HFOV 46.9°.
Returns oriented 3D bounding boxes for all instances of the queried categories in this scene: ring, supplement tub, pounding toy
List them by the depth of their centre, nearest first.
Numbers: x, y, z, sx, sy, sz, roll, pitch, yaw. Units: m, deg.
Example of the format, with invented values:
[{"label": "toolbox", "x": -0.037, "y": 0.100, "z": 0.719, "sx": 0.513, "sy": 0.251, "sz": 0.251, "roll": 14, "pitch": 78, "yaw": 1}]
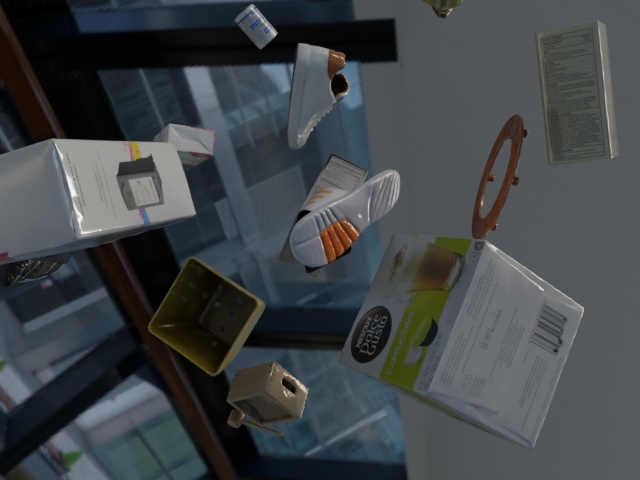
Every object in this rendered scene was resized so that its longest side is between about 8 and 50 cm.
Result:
[{"label": "pounding toy", "x": -0.134, "y": 0.379, "z": 1.737, "sx": 0.181, "sy": 0.206, "sz": 0.094, "roll": 45, "pitch": 42, "yaw": -30}, {"label": "ring", "x": 0.458, "y": -0.157, "z": 1.882, "sx": 0.336, "sy": 0.032, "sz": 0.336, "roll": -164, "pitch": -90, "yaw": -89}, {"label": "supplement tub", "x": -0.180, "y": -0.596, "z": 2.054, "sx": 0.107, "sy": 0.071, "sz": 0.071, "roll": 46, "pitch": -6, "yaw": -17}]

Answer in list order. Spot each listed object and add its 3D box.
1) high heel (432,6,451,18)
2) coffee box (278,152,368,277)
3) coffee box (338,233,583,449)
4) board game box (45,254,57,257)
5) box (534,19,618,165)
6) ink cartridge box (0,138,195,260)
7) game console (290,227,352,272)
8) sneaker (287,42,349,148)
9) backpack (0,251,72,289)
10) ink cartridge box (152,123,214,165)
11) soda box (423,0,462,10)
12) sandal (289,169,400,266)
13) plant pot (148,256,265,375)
[{"label": "high heel", "x": 0.300, "y": -0.742, "z": 2.140, "sx": 0.093, "sy": 0.186, "sz": 0.261, "roll": 125, "pitch": -19, "yaw": -44}, {"label": "coffee box", "x": 0.009, "y": -0.071, "z": 1.956, "sx": 0.119, "sy": 0.297, "sz": 0.168, "roll": 26, "pitch": -46, "yaw": 0}, {"label": "coffee box", "x": 0.307, "y": 0.212, "z": 1.647, "sx": 0.338, "sy": 0.337, "sz": 0.334, "roll": 30, "pitch": -12, "yaw": -29}, {"label": "board game box", "x": -0.569, "y": -0.044, "z": 1.613, "sx": 0.194, "sy": 0.194, "sz": 0.060, "roll": 14, "pitch": -34, "yaw": 48}, {"label": "box", "x": 0.595, "y": -0.337, "z": 1.707, "sx": 0.148, "sy": 0.121, "sz": 0.310, "roll": -3, "pitch": -82, "yaw": 31}, {"label": "ink cartridge box", "x": -0.352, "y": -0.052, "z": 1.026, "sx": 0.306, "sy": 0.226, "sz": 0.131, "roll": -25, "pitch": 100, "yaw": -72}, {"label": "game console", "x": 0.000, "y": 0.000, "z": 1.750, "sx": 0.107, "sy": 0.122, "sz": 0.071, "roll": 62, "pitch": 9, "yaw": -7}, {"label": "sneaker", "x": -0.006, "y": -0.287, "z": 1.555, "sx": 0.290, "sy": 0.123, "sz": 0.105, "roll": 106, "pitch": -13, "yaw": -60}, {"label": "backpack", "x": -0.782, "y": -0.028, "z": 1.960, "sx": 0.355, "sy": 0.274, "sz": 0.289, "roll": -3, "pitch": 101, "yaw": -71}, {"label": "ink cartridge box", "x": -0.347, "y": -0.232, "z": 1.835, "sx": 0.198, "sy": 0.115, "sz": 0.067, "roll": 172, "pitch": -78, "yaw": -66}, {"label": "soda box", "x": 0.242, "y": -0.576, "z": 1.650, "sx": 0.181, "sy": 0.061, "sz": 0.058, "roll": 48, "pitch": -33, "yaw": 42}, {"label": "sandal", "x": 0.030, "y": -0.045, "z": 1.221, "sx": 0.076, "sy": 0.265, "sz": 0.101, "roll": 21, "pitch": -50, "yaw": 37}, {"label": "plant pot", "x": -0.256, "y": 0.184, "z": 1.830, "sx": 0.212, "sy": 0.212, "sz": 0.187, "roll": 32, "pitch": 5, "yaw": 15}]
